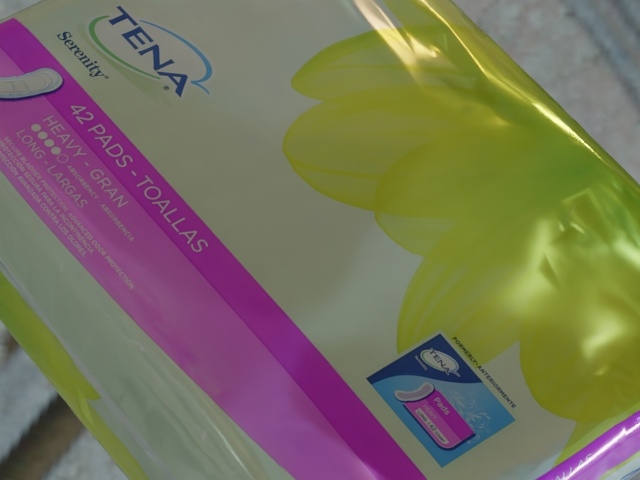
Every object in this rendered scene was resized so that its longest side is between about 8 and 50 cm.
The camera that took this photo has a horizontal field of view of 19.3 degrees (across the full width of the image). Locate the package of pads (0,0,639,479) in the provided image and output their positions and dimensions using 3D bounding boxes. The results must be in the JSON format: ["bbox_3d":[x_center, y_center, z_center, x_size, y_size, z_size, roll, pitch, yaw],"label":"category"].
[{"bbox_3d":[0.000,0.000,0.751,0.229,0.296,0.101,-29,153,-28],"label":"package of pads"}]
